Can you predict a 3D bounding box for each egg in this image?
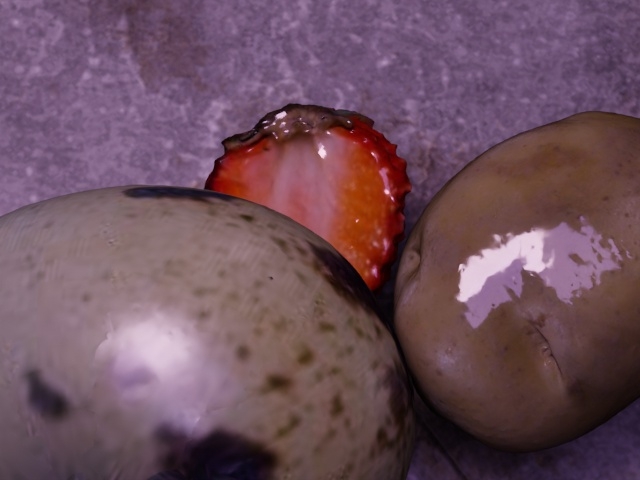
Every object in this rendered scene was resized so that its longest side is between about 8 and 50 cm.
[{"bbox_3d":[-0.139,0.127,1.540,0.428,0.345,0.345,9,72,4],"label":"egg"}]

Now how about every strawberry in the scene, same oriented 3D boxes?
[{"bbox_3d":[0.000,0.000,1.724,0.190,0.111,0.236,4,94,25],"label":"strawberry"}]

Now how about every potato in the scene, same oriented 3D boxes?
[{"bbox_3d":[0.206,0.027,1.668,0.326,0.221,0.243,-38,82,-6],"label":"potato"}]
